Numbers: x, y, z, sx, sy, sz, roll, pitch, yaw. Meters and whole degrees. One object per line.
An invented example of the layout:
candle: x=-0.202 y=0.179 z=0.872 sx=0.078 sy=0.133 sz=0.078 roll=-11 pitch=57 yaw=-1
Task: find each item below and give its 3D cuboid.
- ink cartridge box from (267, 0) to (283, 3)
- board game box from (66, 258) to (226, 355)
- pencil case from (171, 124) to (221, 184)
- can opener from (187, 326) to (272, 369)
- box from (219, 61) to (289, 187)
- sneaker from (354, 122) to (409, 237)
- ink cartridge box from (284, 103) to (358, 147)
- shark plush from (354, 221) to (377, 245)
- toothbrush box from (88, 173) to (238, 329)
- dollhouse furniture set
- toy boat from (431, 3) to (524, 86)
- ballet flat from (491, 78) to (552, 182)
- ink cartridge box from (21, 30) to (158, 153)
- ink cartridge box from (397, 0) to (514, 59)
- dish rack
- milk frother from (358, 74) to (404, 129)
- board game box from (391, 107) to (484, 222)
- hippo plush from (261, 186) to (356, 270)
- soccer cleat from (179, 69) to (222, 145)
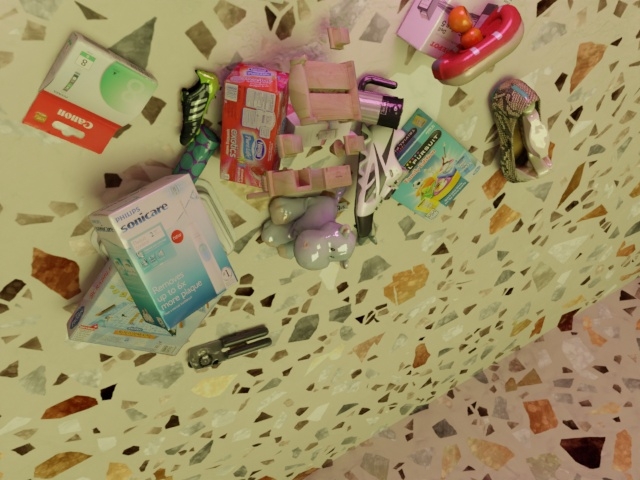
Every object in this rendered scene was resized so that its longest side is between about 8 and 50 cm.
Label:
ink cartridge box: x=-0.202 y=-0.517 z=0.958 sx=0.283 sy=0.207 sz=0.117 roll=2 pitch=131 yaw=-21
board game box: x=-0.443 y=0.159 z=1.479 sx=0.319 sy=0.066 sz=0.318 roll=23 pitch=114 yaw=-44
pencil case: x=-0.297 y=-0.198 z=1.344 sx=0.151 sy=0.064 sz=0.070 roll=-52 pitch=174 yaw=20
can opener: x=-0.309 y=0.366 z=1.887 sx=0.284 sy=0.075 sz=0.095 roll=-14 pitch=167 yaw=-24
box: x=-0.152 y=-0.263 z=1.302 sx=0.128 sy=0.122 sz=0.256 roll=13 pitch=129 yaw=3
sneaker: x=0.169 y=-0.158 z=1.560 sx=0.146 sy=0.122 sz=0.330 roll=6 pitch=111 yaw=2
ink cartridge box: x=-0.003 y=-0.296 z=1.412 sx=0.198 sy=0.115 sz=0.067 roll=-11 pitch=133 yaw=-27
shark plush: x=0.140 y=-0.040 z=1.803 sx=0.067 sy=0.073 sz=0.161 roll=-7 pitch=146 yaw=13
toothbrush box: x=-0.357 y=0.021 z=1.298 sx=0.216 sy=0.126 sz=0.295 roll=-35 pitch=114 yaw=-36
dollhouse furniture set: x=-0.062 y=-0.281 z=1.221 sx=0.303 sy=0.174 sz=0.355 roll=-18 pitch=101 yaw=-54
toy boat: x=0.352 y=-0.478 z=1.307 sx=0.231 sy=0.151 sz=0.151 roll=-35 pitch=112 yaw=2
ballet flat: x=0.665 y=-0.304 z=1.805 sx=0.164 sy=0.182 sz=0.482 roll=-36 pitch=140 yaw=-1
ink cartridge box: x=-0.474 y=-0.285 z=1.153 sx=0.181 sy=0.056 sz=0.224 roll=23 pitch=112 yaw=-45
ink cartridge box: x=0.348 y=-0.579 z=1.378 sx=0.199 sy=0.114 sz=0.272 roll=7 pitch=125 yaw=-38
dish rack: x=-0.394 y=0.013 z=1.478 sx=0.333 sy=0.072 sz=0.285 roll=-27 pitch=140 yaw=-8
milk frother: x=0.144 y=-0.350 z=1.482 sx=0.135 sy=0.129 sz=0.143 roll=12 pitch=162 yaw=-1
board game box: x=0.327 y=-0.219 z=1.736 sx=0.336 sy=0.079 sz=0.253 roll=24 pitch=113 yaw=-45
hippo plush: x=0.000 y=0.000 z=1.601 sx=0.294 sy=0.236 sz=0.234 roll=-17 pitch=136 yaw=-20
soccer cleat: x=-0.290 y=-0.301 z=1.264 sx=0.072 sy=0.060 sz=0.178 roll=19 pitch=110 yaw=-33
